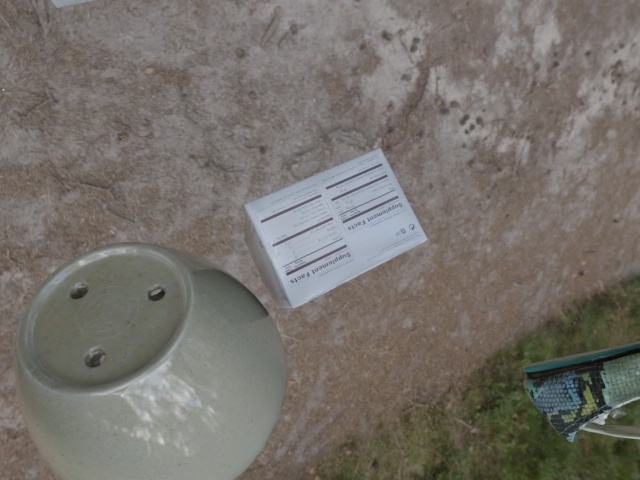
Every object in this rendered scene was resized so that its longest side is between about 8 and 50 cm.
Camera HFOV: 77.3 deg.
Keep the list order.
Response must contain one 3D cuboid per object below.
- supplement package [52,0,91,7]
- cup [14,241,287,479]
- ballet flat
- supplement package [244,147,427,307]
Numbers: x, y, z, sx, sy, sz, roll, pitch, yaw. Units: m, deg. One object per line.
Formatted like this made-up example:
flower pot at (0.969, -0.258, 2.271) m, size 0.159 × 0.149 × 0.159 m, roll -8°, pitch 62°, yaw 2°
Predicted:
supplement package at (-0.501, -0.565, 0.759) m, size 0.105 × 0.105 × 0.179 m, roll -22°, pitch 103°, yaw -15°
cup at (-0.212, 0.134, 0.491) m, size 0.331 × 0.331 × 0.236 m, roll -35°, pitch 152°, yaw -23°
ballet flat at (0.225, 0.081, 0.241) m, size 0.070 × 0.188 × 0.070 m, roll 28°, pitch 44°, yaw -31°
supplement package at (0.000, 0.000, 0.632) m, size 0.204 × 0.262 × 0.145 m, roll -26°, pitch 85°, yaw -14°
